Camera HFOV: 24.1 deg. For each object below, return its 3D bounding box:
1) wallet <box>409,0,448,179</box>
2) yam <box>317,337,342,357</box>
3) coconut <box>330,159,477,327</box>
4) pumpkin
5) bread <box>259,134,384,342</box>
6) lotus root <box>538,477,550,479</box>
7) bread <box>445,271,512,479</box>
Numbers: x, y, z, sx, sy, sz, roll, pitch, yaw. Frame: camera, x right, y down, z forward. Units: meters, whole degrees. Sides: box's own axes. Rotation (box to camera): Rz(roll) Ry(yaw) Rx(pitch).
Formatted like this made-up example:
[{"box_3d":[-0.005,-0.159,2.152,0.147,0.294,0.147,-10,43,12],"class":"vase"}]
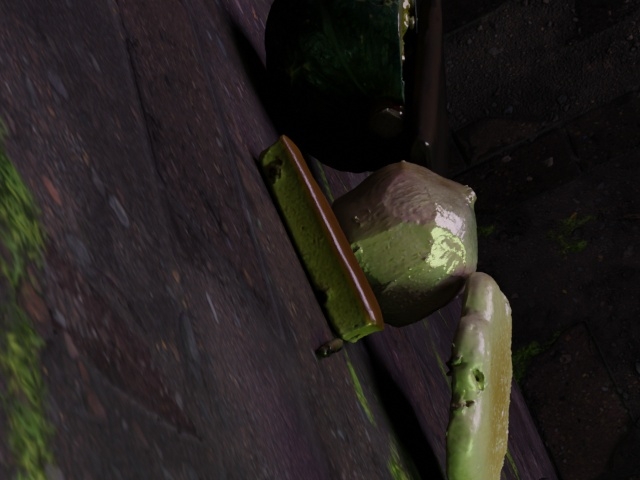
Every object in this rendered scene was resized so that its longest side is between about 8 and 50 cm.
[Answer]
[{"box_3d":[0.141,-0.169,1.937,0.165,0.042,0.309,81,11,-46],"class":"wallet"},{"box_3d":[0.010,0.105,1.463,0.014,0.014,0.107,65,8,3],"class":"yam"},{"box_3d":[0.102,-0.004,1.767,0.194,0.194,0.194,62,8,-15],"class":"coconut"},{"box_3d":[0.025,-0.223,1.945,0.263,0.197,0.293,-83,168,-51],"class":"pumpkin"},{"box_3d":[0.000,0.000,1.607,0.226,0.049,0.088,65,8,11],"class":"bread"},{"box_3d":[0.365,0.460,2.295,0.138,0.138,0.214,58,10,-37],"class":"lotus root"},{"box_3d":[0.187,0.192,1.752,0.316,0.054,0.316,3,90,-77],"class":"bread"}]
